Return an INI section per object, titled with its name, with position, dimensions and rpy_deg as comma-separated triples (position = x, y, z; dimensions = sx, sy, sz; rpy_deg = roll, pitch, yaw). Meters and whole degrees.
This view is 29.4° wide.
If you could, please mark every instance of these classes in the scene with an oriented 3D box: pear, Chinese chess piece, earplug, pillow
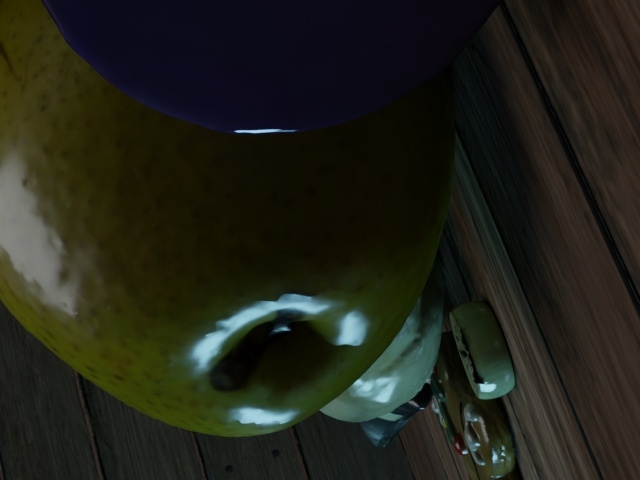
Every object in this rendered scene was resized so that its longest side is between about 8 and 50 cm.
[pear]
position = -0.081, -0.066, 0.865
dimensions = 0.362, 0.362, 0.418
rpy_deg = 75, 174, -52
[Chinese chess piece]
position = 0.134, 0.092, 1.022
dimensions = 0.084, 0.034, 0.084
rpy_deg = 162, 90, -89
[earplug]
position = -0.052, -0.265, 0.649
dimensions = 0.456, 0.215, 0.215
rpy_deg = -106, 0, -50
[pillow]
position = 0.087, 0.147, 1.524
dimensions = 0.250, 0.106, 0.186
rpy_deg = 118, 145, -69

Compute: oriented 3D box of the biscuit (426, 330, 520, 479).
[biscuit]
position = 0.152, 0.191, 1.267
dimensions = 0.301, 0.049, 0.197
rpy_deg = -112, 6, -71

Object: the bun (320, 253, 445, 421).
[bun]
position = 0.000, 0.000, 1.215
dimensions = 0.365, 0.219, 0.365
rpy_deg = 54, 172, 11
